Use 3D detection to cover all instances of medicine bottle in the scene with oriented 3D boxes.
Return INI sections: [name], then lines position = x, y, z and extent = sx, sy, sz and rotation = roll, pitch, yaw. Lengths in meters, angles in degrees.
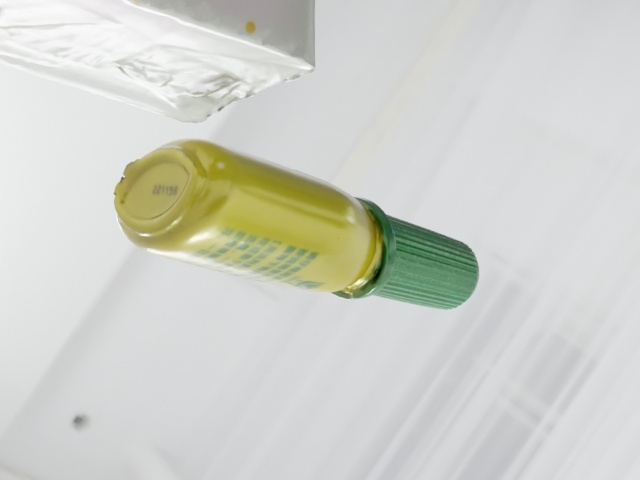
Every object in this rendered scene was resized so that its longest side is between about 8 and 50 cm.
[medicine bottle]
position = 0.000, 0.000, 1.030
extent = 0.111, 0.076, 0.309
rotation = -12, 160, 42

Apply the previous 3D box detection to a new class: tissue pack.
[tissue pack]
position = -0.102, -0.199, 0.781
extent = 0.185, 0.225, 0.124
rotation = 16, 157, -39
